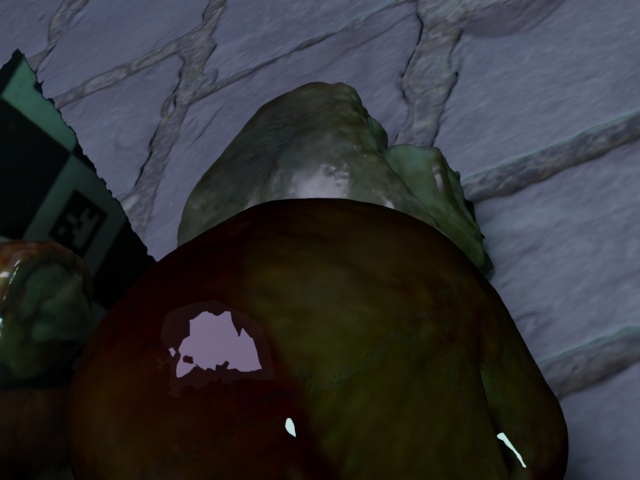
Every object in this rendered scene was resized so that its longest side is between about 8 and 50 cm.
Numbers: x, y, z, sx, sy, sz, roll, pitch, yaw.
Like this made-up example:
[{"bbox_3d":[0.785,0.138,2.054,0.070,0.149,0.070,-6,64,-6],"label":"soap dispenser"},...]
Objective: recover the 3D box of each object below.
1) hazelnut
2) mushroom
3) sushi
[{"bbox_3d":[-0.006,0.088,0.753,0.217,0.251,0.217,-14,68,39],"label":"hazelnut"},{"bbox_3d":[-0.007,0.002,0.972,0.189,0.164,0.267,-30,30,13],"label":"mushroom"},{"bbox_3d":[-0.180,0.126,0.863,0.069,0.320,0.339,18,58,39],"label":"sushi"}]
